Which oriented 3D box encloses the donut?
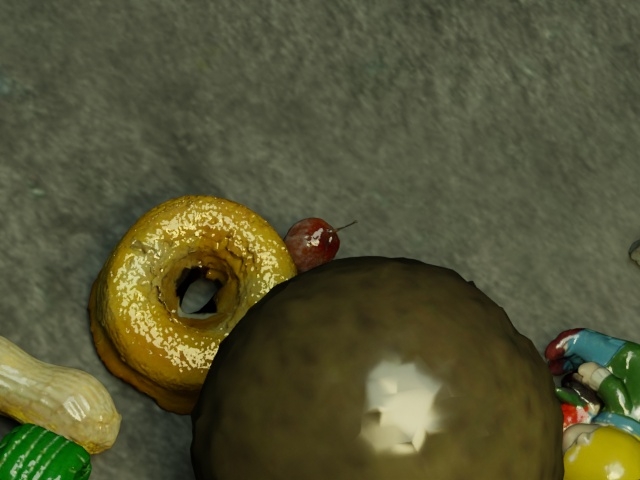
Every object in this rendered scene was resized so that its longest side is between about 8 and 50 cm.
[{"bbox_3d":[-0.137,0.068,1.947,0.253,0.118,0.253,2,75,-6],"label":"donut"}]

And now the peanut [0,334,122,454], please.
[{"bbox_3d":[-0.310,0.163,1.858,0.206,0.087,0.087,26,59,1],"label":"peanut"}]

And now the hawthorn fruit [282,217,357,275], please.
[{"bbox_3d":[0.000,0.000,2.020,0.066,0.103,0.067,27,48,-34],"label":"hawthorn fruit"}]

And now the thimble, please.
[{"bbox_3d":[-0.302,0.262,1.789,0.090,0.118,0.130,27,55,7],"label":"thimble"}]

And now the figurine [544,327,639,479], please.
[{"bbox_3d":[0.309,0.224,1.975,0.185,0.127,0.234,27,72,15],"label":"figurine"}]

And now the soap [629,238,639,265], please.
[{"bbox_3d":[0.572,-0.041,2.163,0.257,0.159,0.302,32,58,6],"label":"soap"}]

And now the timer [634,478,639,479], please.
[{"bbox_3d":[0.345,0.400,1.731,0.376,0.387,0.376,-1,94,-17],"label":"timer"}]

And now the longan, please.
[{"bbox_3d":[0.059,0.203,1.776,0.391,0.391,0.391,6,61,-11],"label":"longan"}]
